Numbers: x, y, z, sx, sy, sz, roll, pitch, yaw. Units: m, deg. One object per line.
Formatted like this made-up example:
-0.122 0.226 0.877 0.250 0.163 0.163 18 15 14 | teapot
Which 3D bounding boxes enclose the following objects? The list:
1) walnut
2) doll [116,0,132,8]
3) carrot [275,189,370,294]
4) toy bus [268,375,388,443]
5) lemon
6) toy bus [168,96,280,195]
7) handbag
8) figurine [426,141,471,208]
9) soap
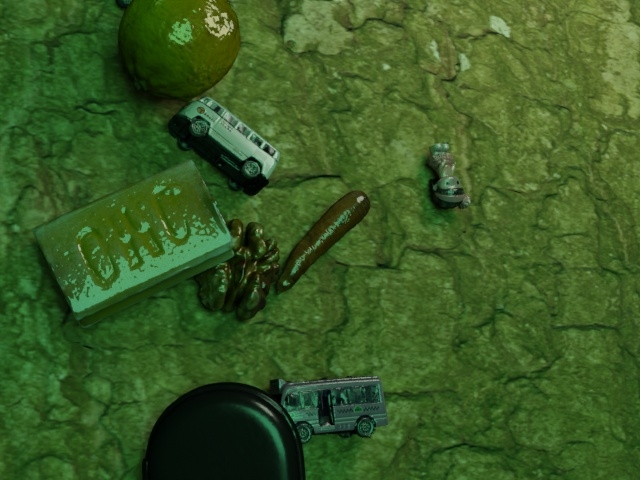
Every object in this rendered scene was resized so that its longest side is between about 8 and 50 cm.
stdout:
-0.133 0.043 1.627 0.143 0.069 0.170 14 72 -17 | walnut
-0.335 -0.459 1.668 0.037 0.027 0.125 -2 80 -14 | doll
0.000 0.000 1.697 0.059 0.059 0.248 47 70 -7 | carrot
0.007 0.280 1.619 0.199 0.096 0.108 -1 80 -22 | toy bus
-0.233 -0.331 1.595 0.192 0.192 0.231 44 67 -8 | lemon
-0.161 -0.166 1.651 0.194 0.087 0.089 38 62 -10 | toy bus
-0.150 0.375 1.498 0.254 0.093 0.308 -4 88 1 | handbag
0.236 -0.118 1.817 0.072 0.054 0.129 -3 73 -37 | figurine
-0.293 0.002 1.533 0.274 0.089 0.173 -27 80 -15 | soap
